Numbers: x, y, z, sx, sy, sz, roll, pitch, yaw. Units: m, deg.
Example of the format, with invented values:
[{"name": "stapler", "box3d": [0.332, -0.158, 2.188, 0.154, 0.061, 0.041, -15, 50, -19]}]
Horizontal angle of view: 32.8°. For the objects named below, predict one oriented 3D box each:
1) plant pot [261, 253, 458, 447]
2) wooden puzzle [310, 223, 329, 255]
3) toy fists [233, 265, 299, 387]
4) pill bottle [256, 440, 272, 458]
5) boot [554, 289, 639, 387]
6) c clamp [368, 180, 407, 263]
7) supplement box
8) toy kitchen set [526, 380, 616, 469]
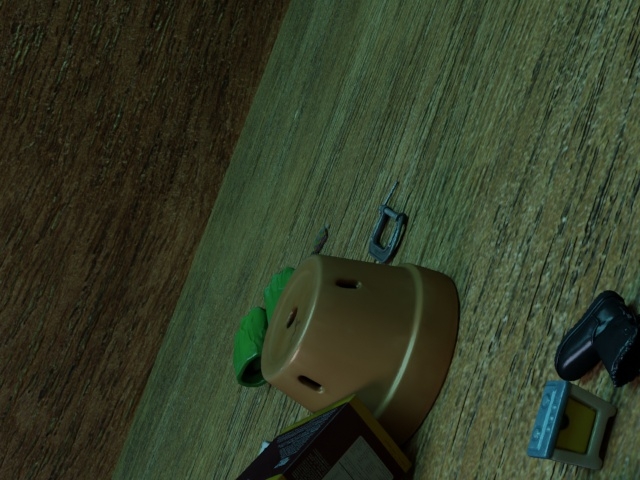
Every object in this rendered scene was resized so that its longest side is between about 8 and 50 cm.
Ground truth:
[{"name": "plant pot", "box3d": [0.044, 0.146, 1.613, 0.291, 0.203, 0.291, -57, 18, 30]}, {"name": "wooden puzzle", "box3d": [0.000, 0.000, 2.303, 0.083, 0.006, 0.049, -60, 17, 24]}, {"name": "toy fists", "box3d": [-0.093, 0.170, 2.222, 0.279, 0.096, 0.142, -55, 30, 32]}, {"name": "pill bottle", "box3d": [-0.092, 0.420, 1.927, 0.116, 0.065, 0.065, -68, 16, -4]}, {"name": "boot", "box3d": [0.296, 0.118, 1.130, 0.121, 0.045, 0.099, -61, 20, 19]}, {"name": "c clamp", "box3d": [0.119, -0.030, 1.931, 0.137, 0.022, 0.161, -64, 16, 10]}, {"name": "supplement box", "box3d": [-0.018, 0.340, 1.485, 0.194, 0.129, 0.191, -41, 4, -42]}, {"name": "toy kitchen set", "box3d": [0.245, 0.212, 1.018, 0.207, 0.122, 0.166, -16, 53, 69]}]
